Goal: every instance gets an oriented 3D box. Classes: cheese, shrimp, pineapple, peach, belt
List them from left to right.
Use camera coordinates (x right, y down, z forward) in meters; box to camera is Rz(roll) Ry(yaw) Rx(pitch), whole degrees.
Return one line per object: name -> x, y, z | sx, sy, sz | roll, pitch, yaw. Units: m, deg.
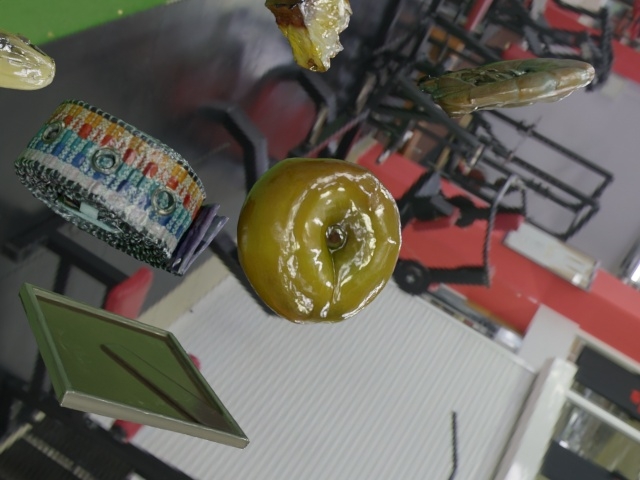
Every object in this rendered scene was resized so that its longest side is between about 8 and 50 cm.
cheese -> -0.813, -0.455, 2.083 | 0.316, 0.260, 0.128 | 5, 109, -62
belt -> -0.297, -0.092, 1.302 | 0.160, 0.295, 0.206 | -59, 166, -22
pineapple -> -0.010, -0.249, 0.932 | 0.116, 0.069, 0.137 | -23, 117, -54
peach -> 0.000, 0.000, 1.252 | 0.251, 0.251, 0.153 | -57, -159, -10
shrimp -> 0.211, -0.185, 1.080 | 0.145, 0.254, 0.059 | -34, 118, -50

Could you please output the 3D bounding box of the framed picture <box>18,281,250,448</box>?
framed picture -> -0.338, 0.212, 1.511 | 0.028, 0.326, 0.446 | -63, -149, 6
